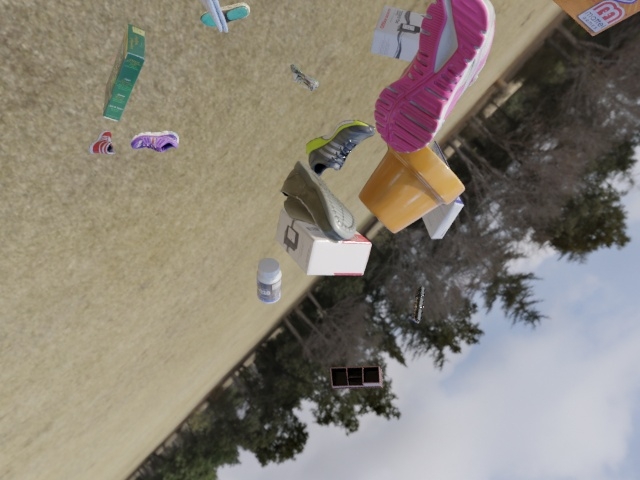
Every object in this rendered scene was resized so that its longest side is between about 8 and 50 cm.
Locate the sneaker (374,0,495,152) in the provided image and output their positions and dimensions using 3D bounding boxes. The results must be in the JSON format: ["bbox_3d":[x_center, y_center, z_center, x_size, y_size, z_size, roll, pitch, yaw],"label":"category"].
[{"bbox_3d":[0.167,-0.227,0.666,0.111,0.103,0.252,-39,169,-38],"label":"sneaker"}]

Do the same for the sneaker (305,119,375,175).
[{"bbox_3d":[0.068,-0.303,1.594,0.111,0.122,0.299,10,159,-39],"label":"sneaker"}]

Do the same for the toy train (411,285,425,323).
[{"bbox_3d":[0.318,0.209,1.551,0.036,0.027,0.158,-39,-162,36],"label":"toy train"}]

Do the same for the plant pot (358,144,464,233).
[{"bbox_3d":[0.198,-0.125,1.123,0.188,0.205,0.205,-45,176,11],"label":"plant pot"}]

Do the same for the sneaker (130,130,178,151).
[{"bbox_3d":[-0.591,-0.345,1.694,0.169,0.071,0.068,-8,167,-2],"label":"sneaker"}]

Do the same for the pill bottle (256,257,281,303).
[{"bbox_3d":[-0.159,0.123,1.466,0.078,0.078,0.137,-40,149,-37],"label":"pill bottle"}]

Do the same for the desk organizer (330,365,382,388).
[{"bbox_3d":[0.090,0.348,1.212,0.130,0.047,0.050,-5,152,11],"label":"desk organizer"}]

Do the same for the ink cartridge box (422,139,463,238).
[{"bbox_3d":[0.369,-0.158,1.486,0.045,0.224,0.224,-2,144,-16],"label":"ink cartridge box"}]

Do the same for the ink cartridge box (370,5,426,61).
[{"bbox_3d":[0.203,-0.482,1.119,0.063,0.150,0.109,97,11,-57],"label":"ink cartridge box"}]

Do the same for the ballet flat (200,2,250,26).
[{"bbox_3d":[-0.317,-0.755,1.590,0.168,0.053,0.057,-10,137,0],"label":"ballet flat"}]

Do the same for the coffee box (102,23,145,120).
[{"bbox_3d":[-0.438,-0.371,1.060,0.040,0.113,0.184,13,139,-34],"label":"coffee box"}]

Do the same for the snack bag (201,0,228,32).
[{"bbox_3d":[-0.367,-0.788,1.296,0.037,0.343,0.323,-27,151,-5],"label":"snack bag"}]

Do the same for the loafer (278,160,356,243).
[{"bbox_3d":[-0.012,-0.060,0.891,0.087,0.094,0.251,-45,-146,10],"label":"loafer"}]

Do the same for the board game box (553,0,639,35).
[{"bbox_3d":[0.479,-0.625,0.703,0.356,0.356,0.357,-17,-128,61],"label":"board game box"}]

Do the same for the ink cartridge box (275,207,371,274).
[{"bbox_3d":[0.000,0.000,1.298,0.171,0.237,0.100,3,112,-28],"label":"ink cartridge box"}]

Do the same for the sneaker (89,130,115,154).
[{"bbox_3d":[-0.667,-0.306,1.495,0.119,0.066,0.042,-79,172,-48],"label":"sneaker"}]

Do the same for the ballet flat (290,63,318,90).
[{"bbox_3d":[-0.058,-0.485,1.424,0.041,0.114,0.041,-44,163,-17],"label":"ballet flat"}]
